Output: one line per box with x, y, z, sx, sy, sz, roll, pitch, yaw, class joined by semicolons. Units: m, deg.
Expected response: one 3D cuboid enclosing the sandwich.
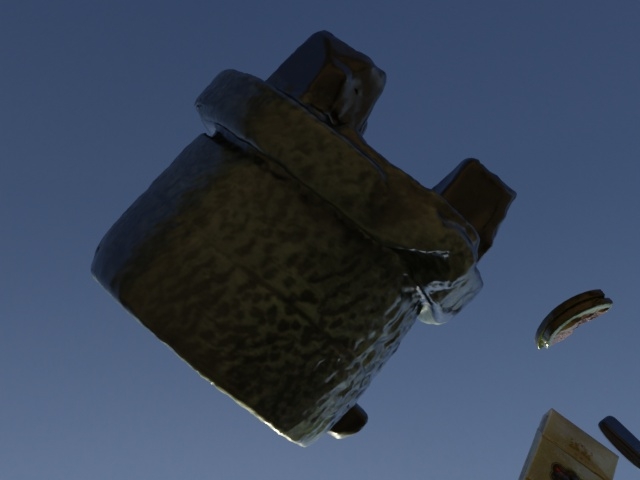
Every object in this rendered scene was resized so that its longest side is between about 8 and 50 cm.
0.381;0.123;1.552;0.135;0.029;0.067;-43;-42;18;sandwich

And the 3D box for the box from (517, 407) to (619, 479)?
0.243;0.253;1.018;0.090;0.167;0.024;36;-47;2;box

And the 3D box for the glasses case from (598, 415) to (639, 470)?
0.355;0.239;1.172;0.033;0.083;0.023;-5;-50;-46;glasses case

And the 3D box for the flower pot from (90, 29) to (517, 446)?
0.000;0.000;0.828;0.299;0.299;0.283;42;-97;-16;flower pot
